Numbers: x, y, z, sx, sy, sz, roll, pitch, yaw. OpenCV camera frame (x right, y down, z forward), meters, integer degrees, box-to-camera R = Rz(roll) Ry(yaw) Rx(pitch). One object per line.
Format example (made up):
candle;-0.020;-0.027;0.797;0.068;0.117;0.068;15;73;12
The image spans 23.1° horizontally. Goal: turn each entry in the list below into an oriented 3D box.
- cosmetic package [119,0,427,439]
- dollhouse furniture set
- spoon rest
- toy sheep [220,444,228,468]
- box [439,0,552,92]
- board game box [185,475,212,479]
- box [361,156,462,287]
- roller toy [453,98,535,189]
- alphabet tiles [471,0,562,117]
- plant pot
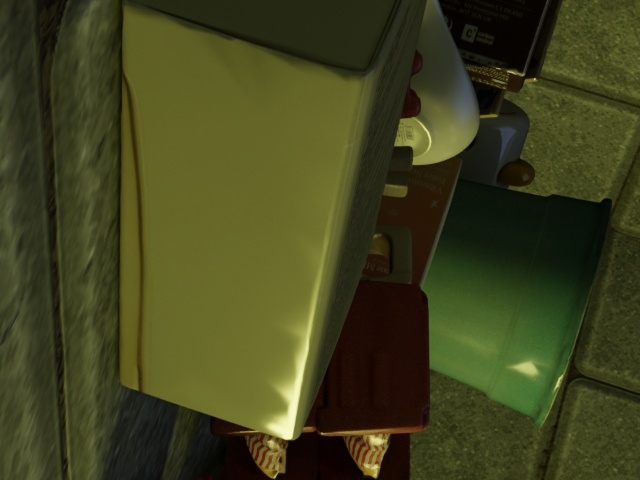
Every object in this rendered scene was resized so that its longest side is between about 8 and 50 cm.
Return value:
cosmetic package;-0.024;-0.049;0.790;0.309;0.113;0.160;99;10;-53
dollhouse furniture set;0.000;0.000;1.224;0.201;0.152;0.374;94;-2;-66
spoon rest;0.076;-0.167;1.406;0.276;0.137;0.084;81;25;-54
toy sheep;-0.032;0.197;1.478;0.091;0.132;0.091;170;-90;-67
box;0.146;-0.254;1.539;0.203;0.168;0.167;-4;112;-84
board game box;-0.096;0.279;1.088;0.193;0.045;0.147;-63;135;-62
box;0.060;-0.015;1.640;0.091;0.130;0.170;99;9;-61
roller toy;0.214;-0.152;2.399;0.191;0.209;0.146;49;-53;57
alphabet tiles;0.160;-0.220;1.733;0.009;0.237;0.198;35;66;-40
plant pot;0.205;0.055;2.243;0.341;0.334;0.341;17;90;-84
